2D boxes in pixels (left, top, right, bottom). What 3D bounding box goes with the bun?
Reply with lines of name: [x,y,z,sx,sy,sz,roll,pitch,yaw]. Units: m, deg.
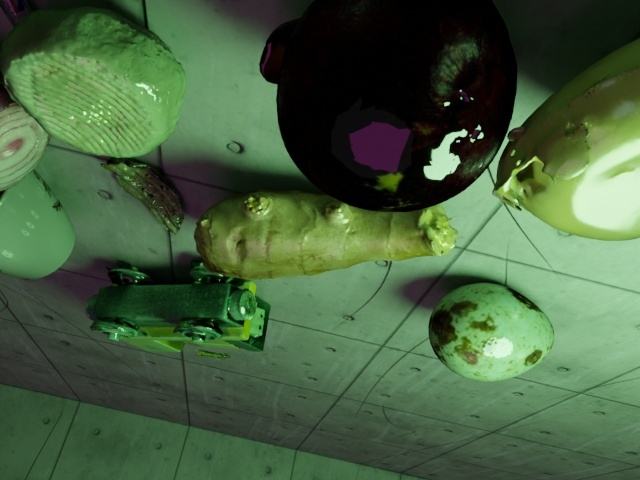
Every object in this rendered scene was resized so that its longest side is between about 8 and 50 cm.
bun: [-0.254,-0.188,0.668,0.195,0.118,0.195,4,152,2]

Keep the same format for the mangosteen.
mangosteen: [0.054,-0.145,0.562,0.228,0.228,0.265,41,172,-40]

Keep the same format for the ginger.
ginger: [0.000,0.016,0.885,0.375,0.166,0.236,14,141,7]

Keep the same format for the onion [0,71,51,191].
onion: [-0.468,-0.136,0.742,0.140,0.218,0.195,46,151,-4]

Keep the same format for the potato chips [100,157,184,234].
potato chips: [-0.273,-0.069,0.964,0.092,0.028,0.207,0,146,23]

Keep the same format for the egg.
egg: [0.299,0.160,1.014,0.231,0.169,0.169,8,152,-17]

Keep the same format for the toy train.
toy train: [-0.288,0.154,1.233,0.397,0.160,0.253,-4,155,23]

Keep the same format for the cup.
cup: [-0.552,-0.059,0.972,0.258,0.186,0.234,35,165,19]

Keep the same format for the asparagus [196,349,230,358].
asparagus: [-0.232,0.248,1.269,0.015,0.014,0.114,13,171,26]

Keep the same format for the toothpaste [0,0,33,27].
toothpaste: [-0.345,-0.267,0.656,0.045,0.028,0.170,0,145,8]

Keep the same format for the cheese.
cheese: [0.307,-0.097,0.536,0.315,0.128,0.259,-18,148,-8]
